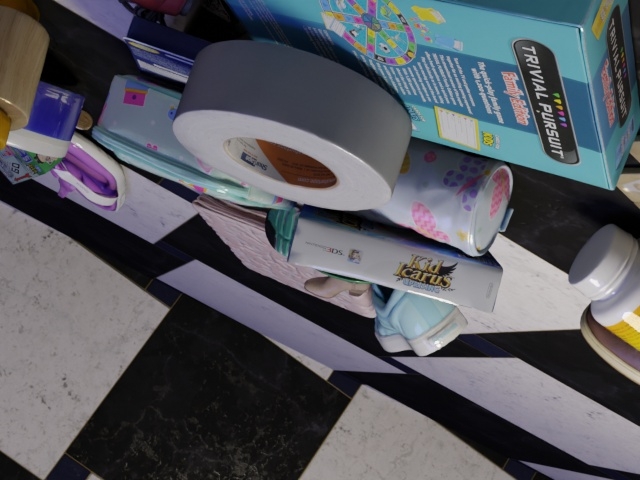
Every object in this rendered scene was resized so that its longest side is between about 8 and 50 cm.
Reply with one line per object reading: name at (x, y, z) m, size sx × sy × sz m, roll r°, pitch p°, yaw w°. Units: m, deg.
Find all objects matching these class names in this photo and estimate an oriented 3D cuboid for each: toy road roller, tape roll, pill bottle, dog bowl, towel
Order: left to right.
toy road roller at (-0.536, -0.257, 1.241) m, size 0.329 × 0.203 × 0.241 m, roll 5°, pitch 160°, yaw 6°
dog bowl at (-0.501, -0.221, 1.503) m, size 0.264 × 0.104 × 0.265 m, roll 22°, pitch -176°, yaw -2°
tape roll at (-0.027, -0.103, 0.932) m, size 0.219 × 0.072 × 0.219 m, roll 18°, pitch 166°, yaw 5°
towel at (-0.053, 0.027, 1.870) m, size 0.316 × 0.053 × 0.332 m, roll 21°, pitch 165°, yaw 23°
pill bottle at (0.389, 0.075, 1.102) m, size 0.215 × 0.117 × 0.117 m, roll 34°, pitch 165°, yaw -5°

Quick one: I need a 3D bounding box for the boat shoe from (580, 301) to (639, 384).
boat shoe at (0.499, 0.139, 1.227) m, size 0.342 × 0.123 × 0.123 m, roll 28°, pitch 138°, yaw 21°

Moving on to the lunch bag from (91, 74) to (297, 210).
lunch bag at (-0.142, -0.121, 1.235) m, size 0.224 × 0.108 × 0.279 m, roll 21°, pitch -176°, yaw 17°

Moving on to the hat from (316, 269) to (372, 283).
hat at (0.059, -0.055, 1.428) m, size 0.173 × 0.184 × 0.208 m, roll 30°, pitch -146°, yaw 34°

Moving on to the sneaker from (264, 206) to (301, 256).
sneaker at (0.000, 0.000, 1.637) m, size 0.098 × 0.083 × 0.223 m, roll 6°, pitch -166°, yaw -42°

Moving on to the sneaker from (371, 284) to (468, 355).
sneaker at (0.150, 0.104, 1.715) m, size 0.150 × 0.135 × 0.366 m, roll 57°, pitch 168°, yaw -2°

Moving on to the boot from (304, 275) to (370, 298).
boot at (0.030, 0.066, 1.709) m, size 0.118 × 0.042 × 0.087 m, roll 5°, pitch 150°, yaw 2°

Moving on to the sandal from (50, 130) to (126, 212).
sandal at (-0.478, -0.120, 1.985) m, size 0.169 × 0.102 × 0.416 m, roll 23°, pitch 165°, yaw 9°

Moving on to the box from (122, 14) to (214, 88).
box at (-0.134, -0.189, 1.052) m, size 0.136 × 0.037 × 0.225 m, roll 19°, pitch 180°, yaw -6°

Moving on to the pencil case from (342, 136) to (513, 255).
pencil case at (0.085, -0.068, 1.154) m, size 0.273 × 0.114 × 0.124 m, roll 18°, pitch 162°, yaw 27°

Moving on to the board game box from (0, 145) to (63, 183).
board game box at (-0.611, -0.211, 1.874) m, size 0.213 × 0.046 × 0.317 m, roll 52°, pitch 158°, yaw -17°

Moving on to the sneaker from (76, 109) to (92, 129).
sneaker at (-0.456, -0.226, 1.690) m, size 0.067 × 0.042 × 0.118 m, roll 7°, pitch 159°, yaw 45°

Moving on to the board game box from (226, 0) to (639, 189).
board game box at (0.091, -0.172, 0.840) m, size 0.336 × 0.079 × 0.254 m, roll 19°, pitch 165°, yaw 27°

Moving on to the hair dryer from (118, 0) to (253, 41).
hair dryer at (-0.197, -0.265, 1.012) m, size 0.223 × 0.080 × 0.293 m, roll 15°, pitch 162°, yaw 36°

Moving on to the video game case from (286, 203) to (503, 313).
video game case at (0.089, 0.008, 1.245) m, size 0.244 × 0.061 × 0.269 m, roll 13°, pitch -171°, yaw 0°

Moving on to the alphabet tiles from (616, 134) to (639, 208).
alphabet tiles at (0.445, -0.021, 0.905) m, size 0.285 × 0.011 × 0.342 m, roll 34°, pitch 164°, yaw -32°
